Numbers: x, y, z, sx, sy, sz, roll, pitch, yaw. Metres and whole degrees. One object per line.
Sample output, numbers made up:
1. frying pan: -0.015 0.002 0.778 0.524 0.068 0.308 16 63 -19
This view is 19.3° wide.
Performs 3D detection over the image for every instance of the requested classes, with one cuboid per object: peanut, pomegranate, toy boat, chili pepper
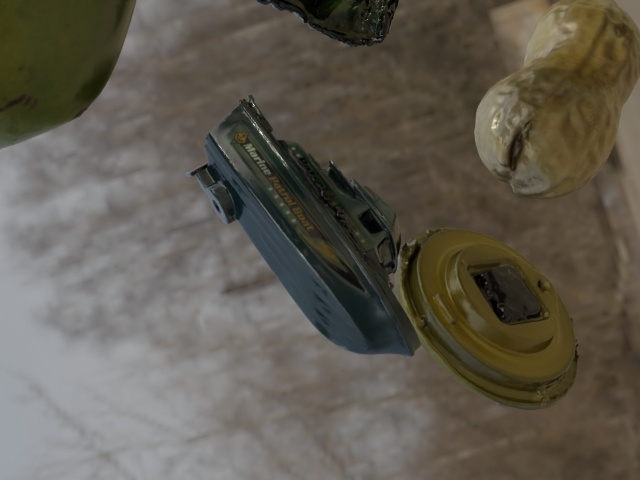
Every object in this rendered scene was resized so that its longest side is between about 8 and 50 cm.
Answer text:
1. peanut: 0.248 -0.150 1.906 0.313 0.149 0.149 -62 -38 -43
2. pomegranate: -0.264 -0.215 1.473 0.358 0.216 0.310 156 107 -65
3. toy boat: 0.002 -0.003 1.745 0.296 0.122 0.114 50 165 25
4. chili pepper: -0.012 -0.295 1.643 0.148 0.116 0.264 -49 -57 -53

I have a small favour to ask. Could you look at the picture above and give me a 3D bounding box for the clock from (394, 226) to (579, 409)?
1. clock: 0.187 0.070 1.977 0.237 0.057 0.237 23 -139 -21
